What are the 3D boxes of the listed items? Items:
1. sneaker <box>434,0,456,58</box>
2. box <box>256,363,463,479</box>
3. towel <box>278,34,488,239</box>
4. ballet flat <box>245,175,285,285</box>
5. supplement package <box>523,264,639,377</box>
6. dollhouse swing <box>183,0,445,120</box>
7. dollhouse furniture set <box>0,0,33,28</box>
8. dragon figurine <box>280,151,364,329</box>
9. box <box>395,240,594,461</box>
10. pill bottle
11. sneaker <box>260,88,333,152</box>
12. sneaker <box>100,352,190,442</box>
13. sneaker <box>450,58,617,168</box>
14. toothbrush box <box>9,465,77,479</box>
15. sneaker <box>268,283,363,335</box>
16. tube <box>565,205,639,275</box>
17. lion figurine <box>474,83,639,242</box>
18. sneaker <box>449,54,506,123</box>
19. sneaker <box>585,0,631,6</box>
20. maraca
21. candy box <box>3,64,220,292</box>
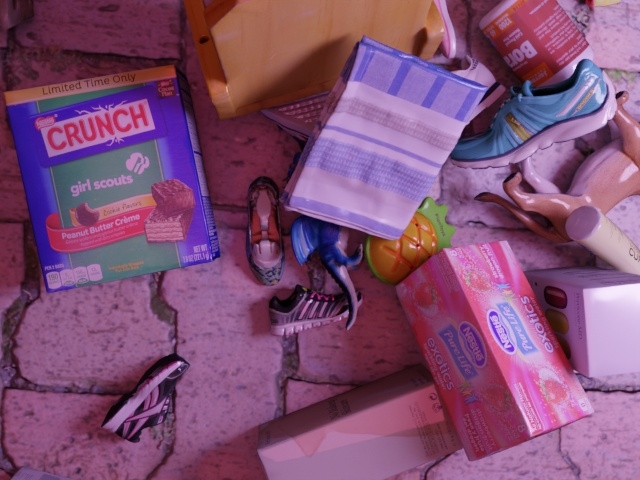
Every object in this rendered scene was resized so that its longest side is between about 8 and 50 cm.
[{"bbox_3d":[0.184,-0.369,1.145,0.070,0.051,0.134,-14,90,-2],"label":"sneaker"},{"bbox_3d":[0.059,0.327,1.121,0.311,0.148,0.121,-20,93,-4],"label":"box"},{"bbox_3d":[0.086,-0.131,0.974,0.209,0.034,0.285,17,123,-18],"label":"towel"},{"bbox_3d":[-0.096,-0.014,1.133,0.070,0.070,0.188,-7,93,-4],"label":"ballet flat"},{"bbox_3d":[0.435,0.121,1.088,0.134,0.244,0.139,-6,93,-4],"label":"supplement package"},{"bbox_3d":[-0.025,-0.366,0.946,0.346,0.305,0.315,-17,65,-2],"label":"dollhouse swing"},{"bbox_3d":[-0.537,-0.323,1.071,0.129,0.129,0.184,2,117,-5],"label":"dollhouse furniture set"},{"bbox_3d":[0.000,0.000,1.120,0.144,0.085,0.289,0,88,7],"label":"dragon figurine"},{"bbox_3d":[0.261,0.165,1.048,0.154,0.142,0.300,-5,63,-34],"label":"box"},{"bbox_3d":[0.374,-0.318,1.124,0.121,0.121,0.216,-40,94,-2],"label":"pill bottle"},{"bbox_3d":[-0.009,-0.207,1.110,0.321,0.127,0.126,41,83,19],"label":"sneaker"},{"bbox_3d":[-0.281,0.268,1.139,0.178,0.072,0.077,-43,107,7],"label":"sneaker"},{"bbox_3d":[0.330,-0.202,1.093,0.275,0.107,0.110,-24,114,29],"label":"sneaker"},{"bbox_3d":[-0.489,0.538,1.058,0.122,0.206,0.283,19,90,-5],"label":"toothbrush box"},{"bbox_3d":[-0.013,0.106,1.144,0.170,0.063,0.075,-17,100,2],"label":"sneaker"},{"bbox_3d":[0.496,0.015,1.120,0.240,0.062,0.070,28,82,-35],"label":"tube"},{"bbox_3d":[0.485,-0.103,1.153,0.392,0.142,0.240,-35,104,12],"label":"lion figurine"},{"bbox_3d":[0.202,-0.217,1.123,0.235,0.090,0.095,-40,91,-23],"label":"sneaker"},{"bbox_3d":[0.466,-0.496,1.144,0.094,0.081,0.208,-21,94,-1],"label":"sneaker"},{"bbox_3d":[0.153,0.000,1.138,0.185,0.099,0.127,-28,105,-24],"label":"maraca"},{"bbox_3d":[-0.324,-0.099,1.083,0.268,0.122,0.317,-11,92,-3],"label":"candy box"}]
